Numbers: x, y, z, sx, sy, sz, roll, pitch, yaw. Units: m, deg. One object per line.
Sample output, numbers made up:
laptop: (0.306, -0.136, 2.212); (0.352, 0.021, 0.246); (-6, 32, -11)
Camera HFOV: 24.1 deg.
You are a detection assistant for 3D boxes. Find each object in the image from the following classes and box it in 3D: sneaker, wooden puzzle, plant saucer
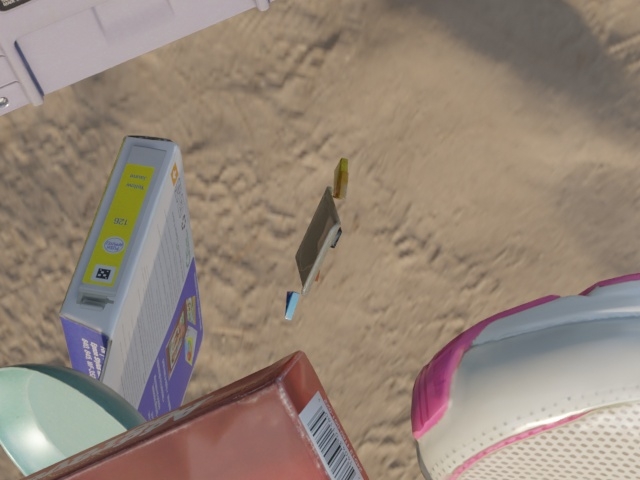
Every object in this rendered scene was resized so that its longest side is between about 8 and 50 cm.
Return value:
sneaker: (0.137, 0.092, 0.370); (0.252, 0.103, 0.111); (21, 54, -8)
wooden puzzle: (0.000, 0.000, 1.163); (0.014, 0.116, 0.078); (19, 31, -13)
plant saucer: (-0.113, 0.100, 0.733); (0.119, 0.119, 0.021); (36, 54, 6)

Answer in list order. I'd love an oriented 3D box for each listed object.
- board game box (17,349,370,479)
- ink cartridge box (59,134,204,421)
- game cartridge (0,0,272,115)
board game box: (-0.095, 0.149, 0.383); (0.281, 0.027, 0.145); (-26, 94, 17)
ink cartridge box: (-0.185, 0.114, 1.436); (0.072, 0.303, 0.307); (10, 49, 8)
game cartridge: (-0.185, -0.248, 1.319); (0.355, 0.230, 0.068); (-23, 60, -3)
